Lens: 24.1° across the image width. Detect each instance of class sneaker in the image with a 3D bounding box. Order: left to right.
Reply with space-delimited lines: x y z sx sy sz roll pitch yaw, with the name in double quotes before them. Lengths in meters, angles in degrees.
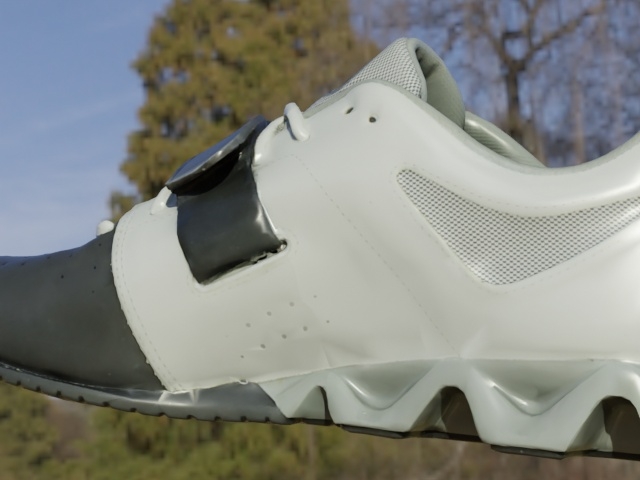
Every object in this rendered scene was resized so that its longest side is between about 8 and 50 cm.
"sneaker" 0.000 0.000 0.566 0.330 0.146 0.122 1 -3 22
